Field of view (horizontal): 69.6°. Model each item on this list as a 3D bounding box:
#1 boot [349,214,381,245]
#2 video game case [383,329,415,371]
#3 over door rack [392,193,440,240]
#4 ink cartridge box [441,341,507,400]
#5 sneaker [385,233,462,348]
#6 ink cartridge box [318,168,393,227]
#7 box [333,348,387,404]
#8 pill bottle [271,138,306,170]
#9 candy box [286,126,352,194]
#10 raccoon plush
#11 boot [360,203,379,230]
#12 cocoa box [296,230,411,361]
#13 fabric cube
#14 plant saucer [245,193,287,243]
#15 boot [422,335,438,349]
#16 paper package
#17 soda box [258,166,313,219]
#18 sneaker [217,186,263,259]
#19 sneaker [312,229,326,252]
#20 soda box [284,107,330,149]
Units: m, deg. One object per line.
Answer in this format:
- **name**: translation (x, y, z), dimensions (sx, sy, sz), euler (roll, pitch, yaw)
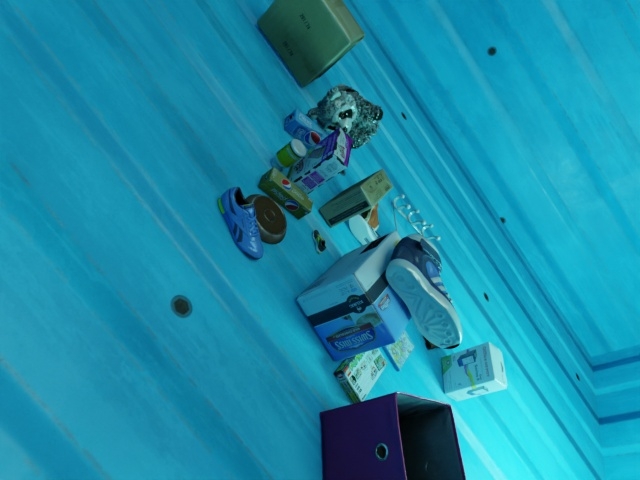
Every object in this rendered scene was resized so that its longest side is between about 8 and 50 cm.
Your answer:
- **boot**: translation (0.173, -0.030, 1.738), dimensions (0.190, 0.069, 0.086), euler (58, 27, -16)
- **video game case**: translation (0.272, 0.364, 1.610), dimensions (0.119, 0.015, 0.166), euler (59, 35, -1)
- **over door rack**: translation (0.407, -0.029, 1.981), dimensions (0.239, 0.108, 0.324), euler (41, 39, -23)
- **ink cartridge box**: translation (0.566, 0.489, 1.710), dimensions (0.093, 0.212, 0.154), euler (36, 42, -30)
- **sneaker**: translation (0.330, 0.127, 1.351), dimensions (0.322, 0.130, 0.236), euler (52, 40, -9)
- **ink cartridge box**: translation (0.132, -0.153, 1.654), dimensions (0.088, 0.193, 0.235), euler (57, 36, -7)
- **box**: translation (0.127, 0.387, 1.395), dimensions (0.114, 0.036, 0.207), euler (58, 35, -2)
- **pill bottle**: translation (-0.108, -0.278, 1.515), dimensions (0.065, 0.116, 0.065), euler (31, 44, -35)
- **candy box**: translation (-0.009, -0.249, 1.515), dimensions (0.071, 0.233, 0.159), euler (40, 39, -25)
- **raccoon plush**: translation (0.045, -0.550, 1.881), dimensions (0.299, 0.216, 0.446), euler (21, 21, -39)
- **boot**: translation (0.205, -0.095, 1.827), dimensions (0.084, 0.059, 0.158), euler (48, 45, -21)
- **cocoa box**: translation (0.142, 0.162, 1.406), dimensions (0.228, 0.231, 0.347), euler (59, 35, -5)
- **fabric cube**: translation (0.177, 0.546, 1.152), dimensions (0.259, 0.258, 0.254), euler (27, 47, -38)
- **plant saucer**: translation (-0.159, -0.070, 1.381), dimensions (0.168, 0.029, 0.168), euler (31, 44, -36)
- **boot**: translation (0.443, 0.371, 1.795), dimensions (0.114, 0.037, 0.106), euler (5, 74, -46)
- **paper package**: translation (-0.042, -0.845, 1.838), dimensions (0.325, 0.309, 0.168), euler (51, 40, -11)
- **soda box**: translation (-0.109, -0.149, 1.469), dimensions (0.181, 0.061, 0.058), euler (39, 40, -27)
- **sneaker**: translation (-0.205, -0.049, 1.264), dimensions (0.069, 0.082, 0.209), euler (-25, 87, -57)
- **sneaker**: translation (0.000, 0.000, 1.518), dimensions (0.031, 0.035, 0.083), euler (8, 59, -49)
- **soda box**: translation (-0.036, -0.398, 1.734), dimensions (0.210, 0.067, 0.071), euler (32, 43, -33)
